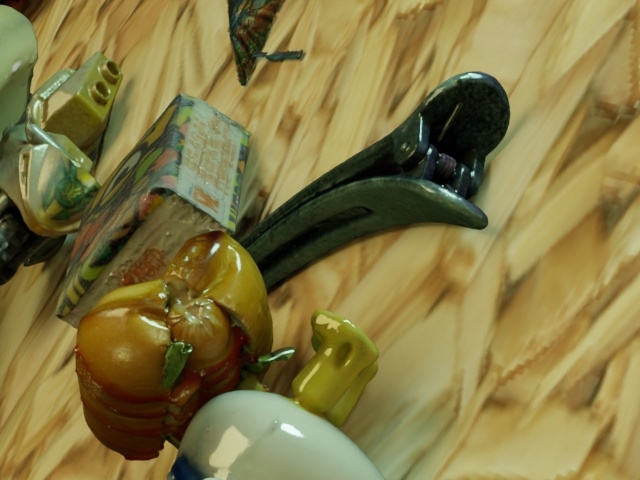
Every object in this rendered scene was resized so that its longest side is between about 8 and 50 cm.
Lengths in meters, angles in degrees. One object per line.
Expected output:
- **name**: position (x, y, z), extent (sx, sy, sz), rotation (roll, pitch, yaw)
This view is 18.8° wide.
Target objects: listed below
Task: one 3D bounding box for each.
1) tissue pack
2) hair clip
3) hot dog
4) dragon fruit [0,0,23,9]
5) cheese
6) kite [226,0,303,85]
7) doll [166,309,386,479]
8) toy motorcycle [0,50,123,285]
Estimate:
- **tissue pack**: position (-0.095, -0.011, 1.128), extent (0.108, 0.060, 0.148), rotation (-50, 15, 20)
- **hair clip**: position (0.000, 0.000, 1.018), extent (0.275, 0.048, 0.083), rotation (-32, 40, 49)
- **hot dog**: position (-0.067, 0.064, 0.946), extent (0.104, 0.076, 0.250), rotation (-31, -12, -15)
- **dragon fruit**: position (-0.277, -0.253, 1.683), extent (0.153, 0.111, 0.153), rotation (-3, 83, 24)
- **cheese**: position (-0.273, -0.074, 1.381), extent (0.249, 0.071, 0.163), rotation (-56, -14, -59)
- **kite**: position (-0.024, -0.180, 1.262), extent (0.160, 0.010, 0.182), rotation (-3, 60, 58)
- **doll**: position (-0.052, 0.169, 0.844), extent (0.293, 0.119, 0.138), rotation (-64, -15, -12)
- **toy motorcycle**: position (-0.183, -0.052, 1.320), extent (0.130, 0.094, 0.229), rotation (-32, 24, 33)
